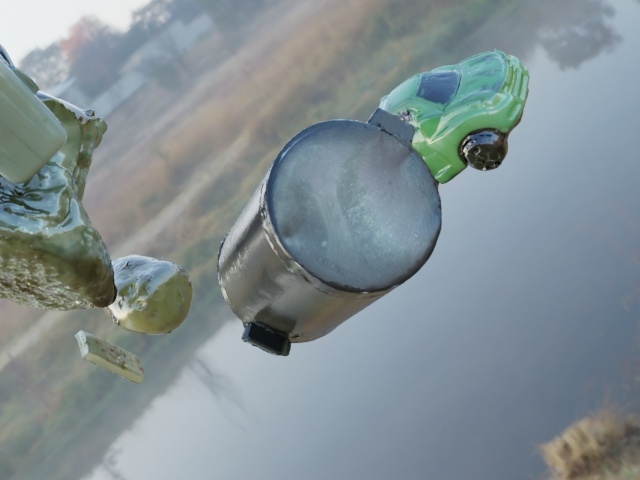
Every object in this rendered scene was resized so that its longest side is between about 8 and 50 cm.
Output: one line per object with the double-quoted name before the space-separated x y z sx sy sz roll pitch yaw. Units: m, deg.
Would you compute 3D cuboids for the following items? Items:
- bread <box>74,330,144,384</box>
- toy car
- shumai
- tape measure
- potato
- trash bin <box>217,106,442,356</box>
"bread" -0.404 0.224 2.132 0.028 0.153 0.068 -44 41 13
"toy car" 0.169 -0.177 1.792 0.358 0.176 0.213 -35 23 40
"shumai" -0.467 -0.071 1.776 0.397 0.323 0.324 97 -179 -74
"tape measure" -0.443 -0.199 1.417 0.125 0.246 0.243 -43 -25 -6
"potato" -0.329 0.102 2.090 0.165 0.165 0.262 -43 16 -14
"trash bin" 0.000 0.000 1.344 0.252 0.202 0.301 -66 8 -22
